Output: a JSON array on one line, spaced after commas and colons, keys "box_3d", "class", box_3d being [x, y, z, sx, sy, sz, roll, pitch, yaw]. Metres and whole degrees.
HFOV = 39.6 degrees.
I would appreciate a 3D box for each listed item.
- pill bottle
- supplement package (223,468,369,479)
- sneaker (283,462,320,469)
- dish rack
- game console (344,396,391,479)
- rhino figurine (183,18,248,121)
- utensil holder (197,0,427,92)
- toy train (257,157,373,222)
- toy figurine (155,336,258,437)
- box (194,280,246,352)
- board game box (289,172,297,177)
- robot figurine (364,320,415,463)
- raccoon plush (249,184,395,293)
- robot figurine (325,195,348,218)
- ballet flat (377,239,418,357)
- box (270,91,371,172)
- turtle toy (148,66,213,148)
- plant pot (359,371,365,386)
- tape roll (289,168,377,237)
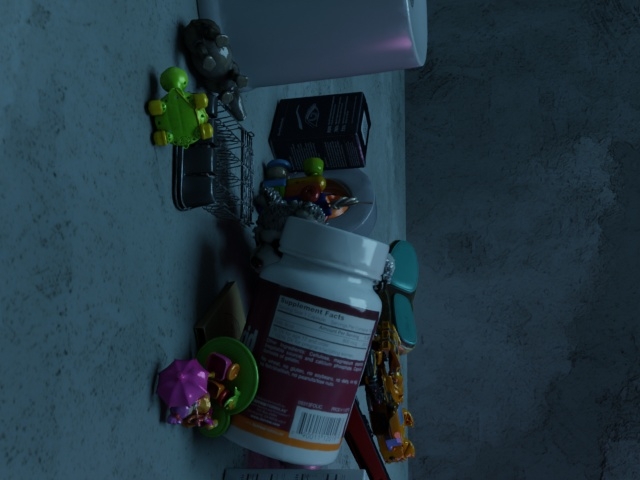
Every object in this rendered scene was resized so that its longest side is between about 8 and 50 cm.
[{"box_3d": [-0.024, 0.169, 1.547, 0.224, 0.224, 0.392, 22, 85, -74], "class": "pill bottle"}, {"box_3d": [-0.036, 0.543, 1.601, 0.199, 0.262, 0.198, 70, 21, -48], "class": "supplement package"}, {"box_3d": [-0.041, 0.451, 1.976, 0.297, 0.111, 0.129, -68, -178, -77], "class": "sneaker"}, {"box_3d": [-0.179, -0.134, 1.597, 0.271, 0.074, 0.208, 40, 50, -73], "class": "dish rack"}, {"box_3d": [0.096, 0.431, 1.829, 0.342, 0.060, 0.386, 60, -7, 35], "class": "game console"}, {"box_3d": [-0.178, -0.298, 1.593, 0.106, 0.073, 0.243, 51, -9, 35], "class": "rhino figurine"}, {"box_3d": [-0.002, -0.467, 1.726, 0.327, 0.385, 0.328, -3, 90, -76], "class": "utensil holder"}, {"box_3d": [-0.008, -0.117, 1.911, 0.105, 0.248, 0.143, 65, 21, -55], "class": "toy train"}, {"box_3d": [-0.200, 0.243, 1.406, 0.159, 0.130, 0.173, 3, 109, -62], "class": "toy figurine"}, {"box_3d": [-0.176, 0.188, 1.628, 0.201, 0.021, 0.164, -58, 142, -65], "class": "box"}, {"box_3d": [-0.058, -0.191, 2.181, 0.090, 0.020, 0.090, 53, 37, -66], "class": "board game box"}, {"box_3d": [0.133, 0.295, 1.815, 0.211, 0.085, 0.291, -83, 163, -65], "class": "robot figurine"}, {"box_3d": [0.000, 0.000, 1.845, 0.446, 0.216, 0.299, -42, 136, -58], "class": "raccoon plush"}, {"box_3d": [0.029, -0.028, 2.221, 0.219, 0.128, 0.158, 62, -12, -26], "class": "robot figurine"}, {"box_3d": [0.182, 0.150, 2.272, 0.123, 0.123, 0.349, 71, 17, -47], "class": "ballet flat"}, {"box_3d": [0.003, -0.249, 2.053, 0.108, 0.207, 0.153, 72, 21, -46], "class": "box"}, {"box_3d": [-0.225, -0.210, 1.412, 0.066, 0.095, 0.130, -119, -159, -71], "class": "turtle toy"}, {"box_3d": [0.042, 0.243, 2.188, 0.167, 0.188, 0.187, -95, 172, -52], "class": "plant pot"}, {"box_3d": [0.020, -0.078, 2.044, 0.072, 0.219, 0.219, 77, 15, -58], "class": "tape roll"}]
